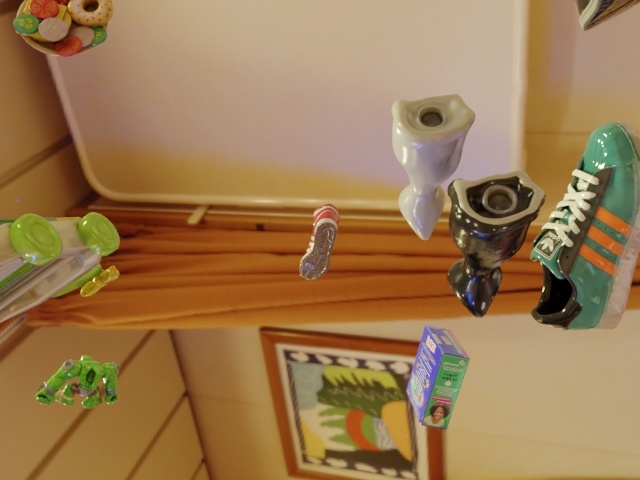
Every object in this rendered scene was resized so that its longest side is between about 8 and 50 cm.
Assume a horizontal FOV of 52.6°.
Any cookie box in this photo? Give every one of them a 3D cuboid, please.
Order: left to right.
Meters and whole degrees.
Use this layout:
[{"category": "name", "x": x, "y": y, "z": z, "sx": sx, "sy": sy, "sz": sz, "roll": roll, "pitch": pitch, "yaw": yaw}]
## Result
[{"category": "cookie box", "x": 0.157, "y": 0.183, "z": 0.877, "sx": 0.092, "sy": 0.040, "sz": 0.107, "roll": -108, "pitch": 30, "yaw": -72}]

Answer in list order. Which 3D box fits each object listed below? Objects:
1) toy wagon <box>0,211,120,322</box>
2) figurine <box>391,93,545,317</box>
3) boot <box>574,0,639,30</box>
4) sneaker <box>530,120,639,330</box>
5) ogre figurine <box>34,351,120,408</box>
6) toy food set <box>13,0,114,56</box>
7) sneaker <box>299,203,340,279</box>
[{"category": "toy wagon", "x": -0.379, "y": 0.052, "z": 0.807, "sx": 0.068, "sy": 0.267, "sz": 0.344, "roll": 59, "pitch": -167, "yaw": 4}, {"category": "figurine", "x": 0.153, "y": -0.036, "z": 0.767, "sx": 0.209, "sy": 0.092, "sz": 0.215, "roll": 86, "pitch": 159, "yaw": -55}, {"category": "boot", "x": 0.262, "y": -0.319, "z": 0.642, "sx": 0.178, "sy": 0.085, "sz": 0.236, "roll": 63, "pitch": -162, "yaw": 8}, {"category": "sneaker", "x": 0.358, "y": -0.009, "z": 0.886, "sx": 0.108, "sy": 0.121, "sz": 0.302, "roll": -116, "pitch": 24, "yaw": -69}, {"category": "ogre figurine", "x": -0.555, "y": 0.336, "z": 1.535, "sx": 0.118, "sy": 0.197, "sz": 0.097, "roll": -60, "pitch": 27, "yaw": 13}, {"category": "toy food set", "x": -0.238, "y": -0.205, "z": 0.602, "sx": 0.020, "sy": 0.083, "sz": 0.082, "roll": 120, "pitch": 160, "yaw": -64}, {"category": "sneaker", "x": 0.000, "y": 0.000, "z": 0.959, "sx": 0.067, "sy": 0.042, "sz": 0.118, "roll": -83, "pitch": 12, "yaw": -51}]
